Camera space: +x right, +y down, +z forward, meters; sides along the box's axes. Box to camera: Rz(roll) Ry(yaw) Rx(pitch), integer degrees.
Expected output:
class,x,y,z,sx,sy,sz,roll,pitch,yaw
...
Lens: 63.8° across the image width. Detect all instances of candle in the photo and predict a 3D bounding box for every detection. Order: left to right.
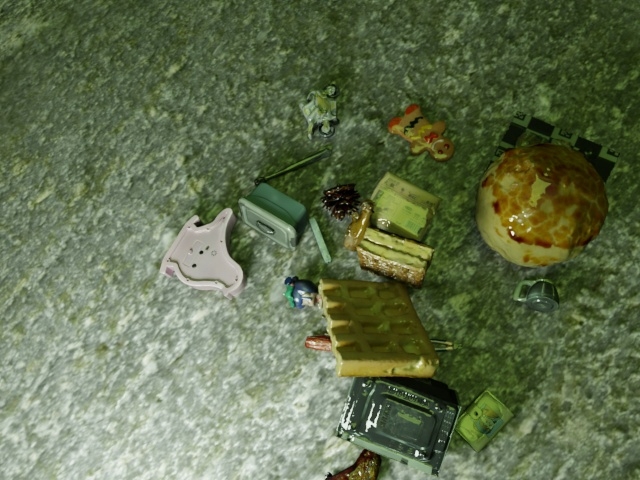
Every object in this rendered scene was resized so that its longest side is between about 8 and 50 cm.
class,x,y,z,sx,sy,sz,roll,pitch,yaw
candle,0.114,0.333,1.594,0.330,0.048,0.051,7,81,7

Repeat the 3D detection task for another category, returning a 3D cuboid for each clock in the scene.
class,x,y,z,sx,sy,sz,roll,pitch,yaw
clock,-0.347,0.035,1.715,0.276,0.080,0.290,23,76,11

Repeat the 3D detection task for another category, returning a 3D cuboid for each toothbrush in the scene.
class,x,y,z,sx,sy,sz,roll,pitch,yaw
toothbrush,-0.097,-0.260,1.820,0.298,0.030,0.030,-24,97,-5

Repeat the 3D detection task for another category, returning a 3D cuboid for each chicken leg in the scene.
class,x,y,z,sx,sy,sz,roll,pitch,yaw
chicken leg,0.097,0.679,1.475,0.234,0.063,0.105,-32,77,-8
chicken leg,0.133,-0.052,1.654,0.085,0.207,0.101,25,42,9

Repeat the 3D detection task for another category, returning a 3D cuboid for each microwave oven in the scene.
class,x,y,z,sx,sy,sz,roll,pitch,yaw
microwave oven,0.215,0.486,1.441,0.295,0.181,0.237,18,92,11

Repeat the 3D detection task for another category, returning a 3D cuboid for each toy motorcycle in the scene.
class,x,y,z,sx,sy,sz,roll,pitch,yaw
toy motorcycle,-0.006,-0.469,1.859,0.151,0.074,0.228,4,74,9

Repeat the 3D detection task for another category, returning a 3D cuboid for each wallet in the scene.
class,x,y,z,sx,sy,sz,roll,pitch,yaw
wallet,0.474,0.527,1.505,0.155,0.039,0.110,-42,75,-10

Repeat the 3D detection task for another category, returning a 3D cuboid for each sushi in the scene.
class,x,y,z,sx,sy,sz,roll,pitch,yaw
sushi,0.787,-0.278,1.715,0.373,0.100,0.296,29,76,13

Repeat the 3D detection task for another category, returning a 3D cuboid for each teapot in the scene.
class,x,y,z,sx,sy,sz,roll,pitch,yaw
teapot,0.674,0.159,1.588,0.124,0.092,0.090,20,58,4

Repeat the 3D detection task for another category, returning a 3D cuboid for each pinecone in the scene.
class,x,y,z,sx,sy,sz,roll,pitch,yaw
pinecone,0.069,-0.129,1.712,0.140,0.140,0.120,-22,99,-3

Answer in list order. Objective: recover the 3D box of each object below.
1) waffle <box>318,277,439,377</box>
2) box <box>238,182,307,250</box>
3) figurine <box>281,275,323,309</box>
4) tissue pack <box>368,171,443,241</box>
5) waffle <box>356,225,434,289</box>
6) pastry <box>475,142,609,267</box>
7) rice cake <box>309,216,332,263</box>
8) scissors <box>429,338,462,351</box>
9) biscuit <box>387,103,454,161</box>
class,x,y,z,sx,sy,sz,roll,pitch,yaw
waffle,0.158,0.242,1.485,0.304,0.077,0.348,3,38,-17
box,-0.154,-0.077,1.699,0.227,0.162,0.130,30,66,13
figurine,-0.025,0.178,1.639,0.195,0.111,0.102,14,84,2
tissue pack,0.267,-0.104,1.706,0.222,0.090,0.186,28,79,14
waffle,0.221,0.058,1.541,0.213,0.308,0.091,18,78,11
pastry,0.661,-0.112,1.543,0.389,0.312,0.388,0,90,7
rice cake,0.000,0.000,1.722,0.029,0.033,0.170,-22,72,1
scissors,0.383,0.326,1.593,0.114,0.012,0.039,0,72,5
biscuit,0.370,-0.375,1.816,0.165,0.036,0.250,-41,74,-8
